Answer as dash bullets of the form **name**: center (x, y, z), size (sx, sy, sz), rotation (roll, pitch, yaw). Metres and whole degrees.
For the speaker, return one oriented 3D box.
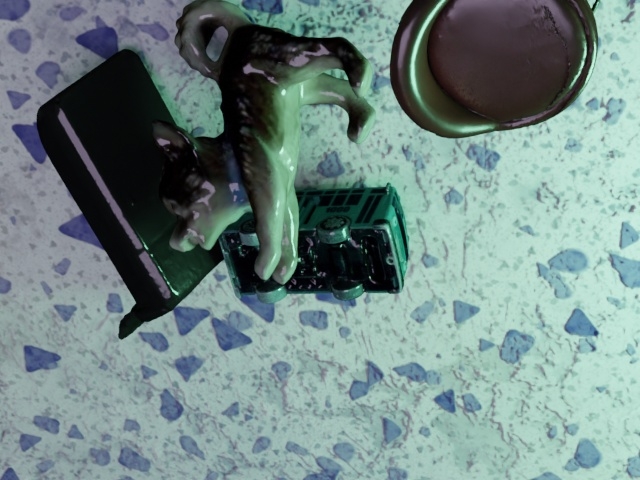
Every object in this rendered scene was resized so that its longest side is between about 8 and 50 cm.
- **speaker**: center (-0.281, -0.056, 2.225), size (0.184, 0.180, 0.388), rotation (-9, 115, 44)

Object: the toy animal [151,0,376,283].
- **toy animal**: center (-0.115, -0.140, 2.076), size (0.303, 0.194, 0.344), rotation (29, 88, 15)

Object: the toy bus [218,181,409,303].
- **toy bus**: center (0.000, 0.000, 2.206), size (0.256, 0.147, 0.128), rotation (-2, 123, 20)

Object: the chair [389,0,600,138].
- **chair**: center (0.220, -0.277, 1.825), size (0.227, 0.401, 0.226), rotation (7, 123, 11)
